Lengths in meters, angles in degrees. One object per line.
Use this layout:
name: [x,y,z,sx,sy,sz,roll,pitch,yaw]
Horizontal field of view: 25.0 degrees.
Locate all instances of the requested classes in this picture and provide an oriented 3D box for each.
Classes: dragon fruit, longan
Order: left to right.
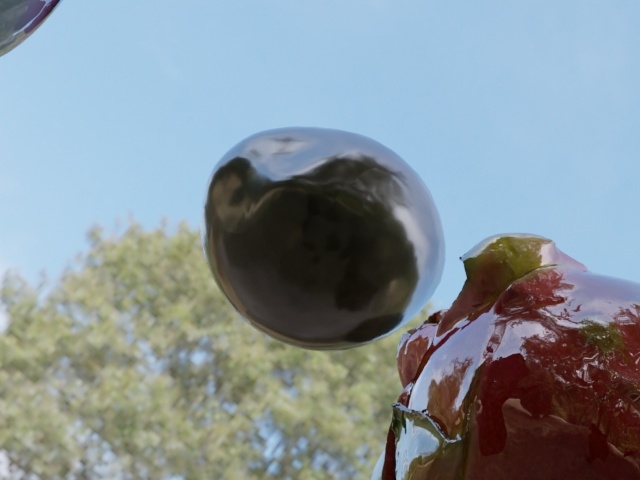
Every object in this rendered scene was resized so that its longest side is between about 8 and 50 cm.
longan: [0.000,0.000,1.176,0.212,0.198,0.198,10,-40,29]
dragon fruit: [0.138,0.113,0.741,0.224,0.227,0.224,-4,-46,-4]

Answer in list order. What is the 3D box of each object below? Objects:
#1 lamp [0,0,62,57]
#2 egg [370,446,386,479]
lamp: [-0.242,-0.155,0.653,0.247,0.301,0.247,36,-26,18]
egg: [0.115,0.247,1.250,0.151,0.209,0.151,0,-49,0]
